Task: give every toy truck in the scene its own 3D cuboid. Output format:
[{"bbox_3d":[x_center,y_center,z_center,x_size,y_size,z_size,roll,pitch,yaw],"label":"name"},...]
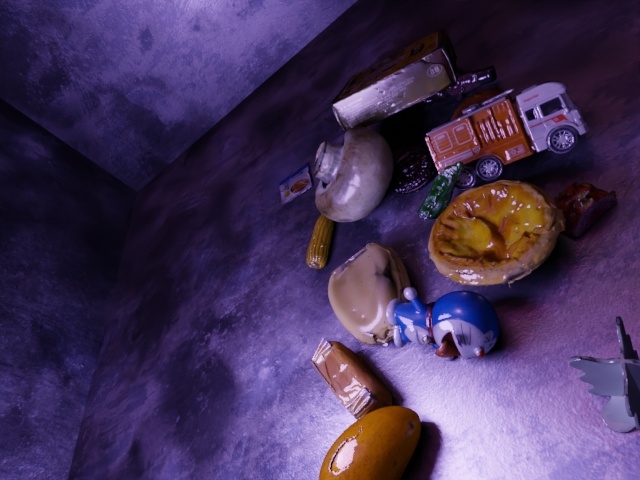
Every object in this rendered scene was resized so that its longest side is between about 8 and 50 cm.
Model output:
[{"bbox_3d":[0.498,-0.297,1.213,0.388,0.206,0.173,-21,10,30],"label":"toy truck"}]

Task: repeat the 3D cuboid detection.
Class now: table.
[{"bbox_3d":[0.539,0.239,0.758,0.167,0.198,0.166,-26,42,26],"label":"table"}]

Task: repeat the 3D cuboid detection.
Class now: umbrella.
[{"bbox_3d":[0.482,-0.563,1.603,0.326,0.090,0.094,-5,42,44],"label":"umbrella"}]

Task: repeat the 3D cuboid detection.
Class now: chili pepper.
[{"bbox_3d":[0.346,-0.140,1.217,0.226,0.088,0.059,106,163,-55],"label":"chili pepper"}]

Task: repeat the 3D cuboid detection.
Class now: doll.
[{"bbox_3d":[0.286,0.200,1.048,0.257,0.215,0.161,-10,32,31],"label":"doll"}]

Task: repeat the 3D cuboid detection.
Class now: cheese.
[{"bbox_3d":[0.152,0.165,1.277,0.259,0.128,0.315,-48,33,18],"label":"cheese"}]

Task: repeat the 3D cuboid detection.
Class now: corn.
[{"bbox_3d":[0.000,0.000,1.602,0.080,0.080,0.230,-17,46,35],"label":"corn"}]

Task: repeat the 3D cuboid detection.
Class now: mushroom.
[{"bbox_3d":[0.102,-0.225,1.515,0.352,0.261,0.351,-160,90,-77],"label":"mushroom"}]

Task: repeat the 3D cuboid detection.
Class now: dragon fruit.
[{"bbox_3d":[0.620,-0.094,1.055,0.147,0.096,0.102,-50,34,-4],"label":"dragon fruit"}]

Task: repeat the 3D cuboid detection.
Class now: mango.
[{"bbox_3d":[0.111,0.489,0.985,0.290,0.191,0.160,-48,44,-7],"label":"mango"}]

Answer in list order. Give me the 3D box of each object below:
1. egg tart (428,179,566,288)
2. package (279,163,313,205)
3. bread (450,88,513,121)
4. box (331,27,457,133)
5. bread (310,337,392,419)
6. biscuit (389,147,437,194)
[{"bbox_3d":[0.439,-0.007,1.122,0.342,0.132,0.341,-30,38,27],"label":"egg tart"},{"bbox_3d":[-0.113,-0.250,1.971,0.171,0.027,0.173,-33,43,19],"label":"package"},{"bbox_3d":[0.506,-0.398,1.387,0.199,0.104,0.199,-38,22,18],"label":"bread"},{"bbox_3d":[0.274,-0.577,1.597,0.421,0.138,0.372,-20,25,28],"label":"box"},{"bbox_3d":[0.083,0.366,1.153,0.107,0.136,0.241,-48,38,-2],"label":"bread"},{"bbox_3d":[0.315,-0.238,1.515,0.195,0.053,0.194,-27,42,27],"label":"biscuit"}]
